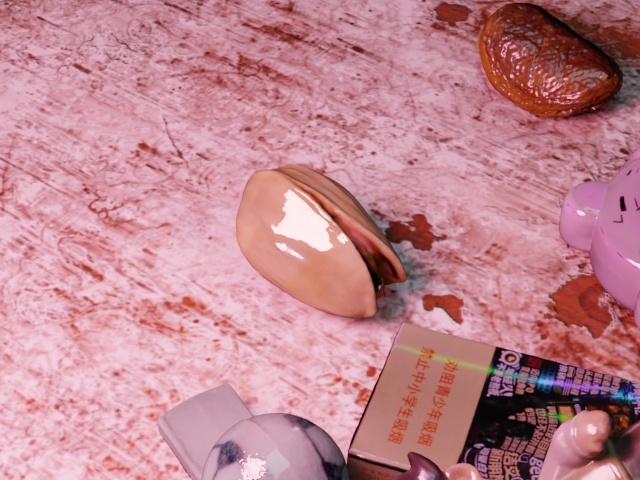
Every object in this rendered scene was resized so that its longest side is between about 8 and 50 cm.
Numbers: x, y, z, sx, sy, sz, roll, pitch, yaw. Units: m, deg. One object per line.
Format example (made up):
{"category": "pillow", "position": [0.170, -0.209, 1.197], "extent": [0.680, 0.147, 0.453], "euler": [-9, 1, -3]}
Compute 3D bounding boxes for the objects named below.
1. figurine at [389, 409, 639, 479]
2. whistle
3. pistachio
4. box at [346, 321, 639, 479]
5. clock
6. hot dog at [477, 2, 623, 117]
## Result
{"category": "figurine", "position": [0.184, 0.281, 1.063], "extent": [0.365, 0.218, 0.206], "euler": [-30, 10, 31]}
{"category": "whistle", "position": [-0.065, 0.230, 1.227], "extent": [0.163, 0.163, 0.289], "euler": [-27, 51, -23]}
{"category": "pistachio", "position": [0.000, 0.000, 1.461], "extent": [0.229, 0.157, 0.157], "euler": [38, 55, 17]}
{"category": "box", "position": [0.202, 0.215, 1.287], "extent": [0.310, 0.084, 0.198], "euler": [14, 46, 15]}
{"category": "clock", "position": [0.489, -0.016, 1.496], "extent": [0.322, 0.113, 0.295], "euler": [-19, 48, -16]}
{"category": "hot dog", "position": [0.338, -0.259, 1.750], "extent": [0.160, 0.099, 0.227], "euler": [-26, 52, -23]}
